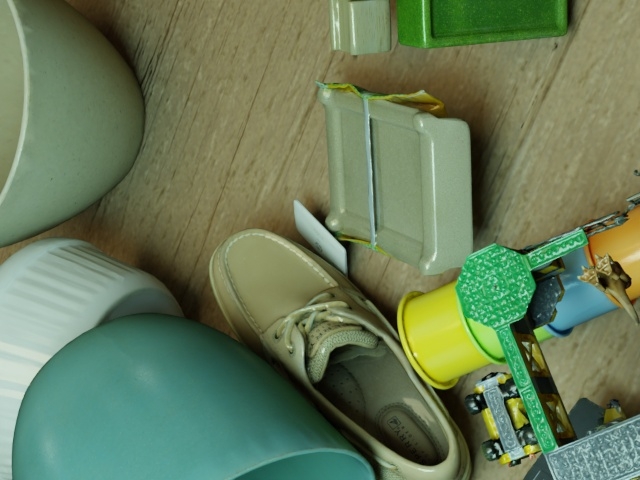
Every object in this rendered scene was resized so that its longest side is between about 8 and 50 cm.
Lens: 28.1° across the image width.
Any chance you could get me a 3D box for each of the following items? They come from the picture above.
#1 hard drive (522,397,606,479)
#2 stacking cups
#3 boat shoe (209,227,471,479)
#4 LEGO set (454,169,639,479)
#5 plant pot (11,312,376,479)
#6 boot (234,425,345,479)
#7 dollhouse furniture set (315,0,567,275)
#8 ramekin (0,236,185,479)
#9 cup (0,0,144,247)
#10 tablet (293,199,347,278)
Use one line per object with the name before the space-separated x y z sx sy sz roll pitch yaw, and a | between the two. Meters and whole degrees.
hard drive | 0.276 0.301 0.969 0.339 0.064 0.237 30 78 36
stacking cups | 0.218 0.030 1.080 0.316 0.096 0.096 -27 72 30
boat shoe | 0.016 0.097 1.186 0.121 0.110 0.341 -40 66 -13
LEGO set | 0.281 0.063 0.942 0.331 0.192 0.255 -35 68 22
plant pot | -0.137 0.206 1.131 0.235 0.293 0.293 48 117 33
boot | -0.066 0.211 1.295 0.244 0.088 0.176 -36 67 23
dollhouse furniture set | 0.107 -0.136 1.178 0.197 0.151 0.302 26 124 57
ramekin | -0.246 0.138 1.335 0.127 0.273 0.273 10 95 27
cup | -0.338 -0.142 1.424 0.331 0.237 0.331 -1 88 38
tablet | 0.000 0.000 1.274 0.083 0.006 0.054 47 158 30
